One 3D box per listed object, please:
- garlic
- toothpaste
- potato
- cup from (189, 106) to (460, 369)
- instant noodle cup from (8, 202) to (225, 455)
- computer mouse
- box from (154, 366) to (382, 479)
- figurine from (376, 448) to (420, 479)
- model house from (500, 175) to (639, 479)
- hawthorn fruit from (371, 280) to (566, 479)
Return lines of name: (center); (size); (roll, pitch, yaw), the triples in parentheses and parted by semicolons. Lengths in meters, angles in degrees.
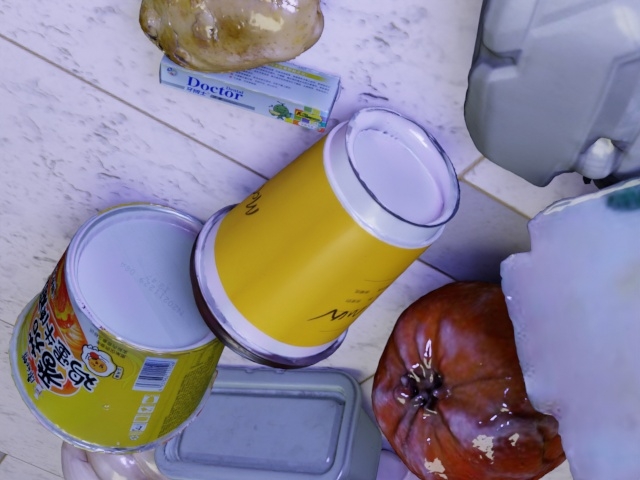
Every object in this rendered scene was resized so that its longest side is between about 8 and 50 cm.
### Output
garlic: (-0.338, 0.358, 1.557); (0.203, 0.184, 0.281); (45, 140, -10)
toothpaste: (-0.064, -0.148, 0.856); (0.164, 0.046, 0.034); (17, 149, 1)
potato: (-0.076, -0.189, 0.778); (0.170, 0.080, 0.107); (1, 155, 21)
cup: (0.000, 0.000, 0.921); (0.196, 0.196, 0.280); (30, 136, -17)
instant noodle cup: (-0.222, 0.093, 1.095); (0.264, 0.264, 0.200); (24, 137, -9)
computer mouse: (0.214, -0.155, 0.637); (0.228, 0.145, 0.429); (10, 146, 8)
box: (-0.063, 0.304, 1.381); (0.312, 0.175, 0.182); (-2, 149, 26)
figurine: (0.042, 0.402, 1.482); (0.276, 0.200, 0.133); (-7, 99, 24)
model house: (0.326, 0.107, 0.783); (0.243, 0.298, 0.284); (-18, 163, 26)
hawthorn fruit: (0.200, 0.168, 1.035); (0.272, 0.242, 0.242); (10, 156, -41)
